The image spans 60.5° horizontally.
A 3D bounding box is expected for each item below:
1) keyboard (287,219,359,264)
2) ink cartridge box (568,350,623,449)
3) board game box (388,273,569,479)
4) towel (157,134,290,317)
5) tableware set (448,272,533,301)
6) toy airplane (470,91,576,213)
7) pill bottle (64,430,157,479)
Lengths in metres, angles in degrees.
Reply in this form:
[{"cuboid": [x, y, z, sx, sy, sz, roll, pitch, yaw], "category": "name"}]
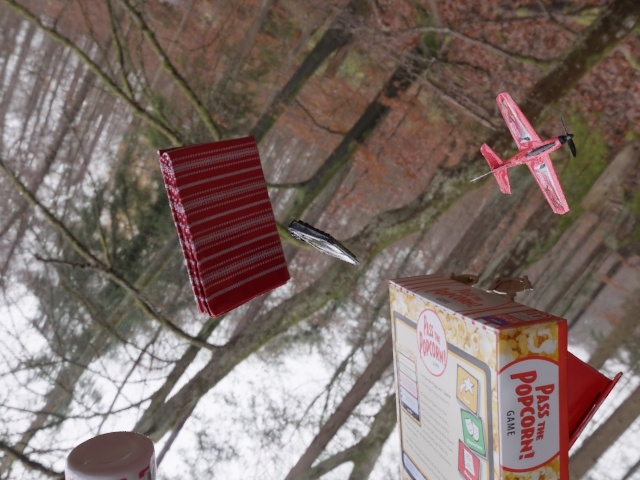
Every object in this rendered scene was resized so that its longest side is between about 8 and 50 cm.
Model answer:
[{"cuboid": [0.000, 0.000, 0.925, 0.108, 0.023, 0.180, 19, 173, 21], "category": "keyboard"}, {"cuboid": [0.263, 0.210, 0.667, 0.078, 0.134, 0.231, 37, 164, 23], "category": "ink cartridge box"}, {"cuboid": [0.096, 0.130, 0.362, 0.045, 0.193, 0.147, -6, -171, -15], "category": "board game box"}, {"cuboid": [-0.148, -0.030, 0.911, 0.031, 0.274, 0.199, -7, -170, 43], "category": "towel"}, {"cuboid": [0.267, 0.087, 0.925, 0.169, 0.020, 0.141, -2, -160, 32], "category": "tableware set"}, {"cuboid": [0.230, -0.092, 0.627, 0.028, 0.151, 0.151, -28, -129, -26], "category": "toy airplane"}, {"cuboid": [-0.396, 0.532, 1.056, 0.161, 0.282, 0.160, 0, -171, 0], "category": "pill bottle"}]
